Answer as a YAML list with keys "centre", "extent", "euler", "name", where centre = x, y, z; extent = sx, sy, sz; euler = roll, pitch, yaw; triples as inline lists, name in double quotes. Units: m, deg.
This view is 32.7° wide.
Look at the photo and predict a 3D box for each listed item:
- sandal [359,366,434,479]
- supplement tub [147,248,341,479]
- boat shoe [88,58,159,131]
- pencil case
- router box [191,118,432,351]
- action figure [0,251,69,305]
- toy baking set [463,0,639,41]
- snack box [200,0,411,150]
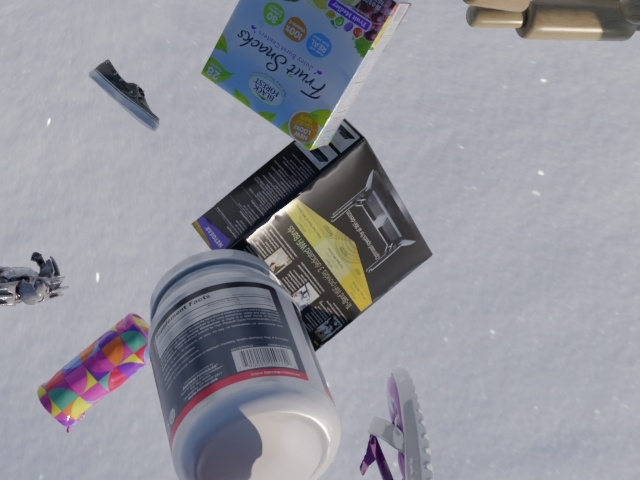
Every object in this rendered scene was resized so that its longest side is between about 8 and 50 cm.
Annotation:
- centre: [0.107, 0.317, 1.591]
  extent: [0.102, 0.416, 0.169]
  euler: [-7, 113, 1]
  name: "sandal"
- centre: [-0.098, 0.157, 1.282]
  extent: [0.191, 0.272, 0.191]
  euler: [-10, 129, -12]
  name: "supplement tub"
- centre: [-0.282, -0.215, 1.601]
  extent: [0.142, 0.049, 0.040]
  euler: [41, 84, 17]
  name: "boat shoe"
- centre: [-0.394, 0.233, 1.955]
  extent: [0.236, 0.104, 0.104]
  euler: [-40, 108, 3]
  name: "pencil case"
- centre: [0.000, 0.000, 1.501]
  extent: [0.243, 0.081, 0.309]
  euler: [-39, 142, -3]
  name: "router box"
- centre: [-0.562, 0.059, 1.896]
  extent: [0.185, 0.285, 0.099]
  euler: [11, 89, -50]
  name: "action figure"
- centre: [0.220, -0.151, 0.691]
  extent: [0.256, 0.197, 0.030]
  euler: [-2, 94, -21]
  name: "toy baking set"
- centre: [-0.019, -0.241, 1.312]
  extent: [0.174, 0.070, 0.207]
  euler: [35, 112, 12]
  name: "snack box"
